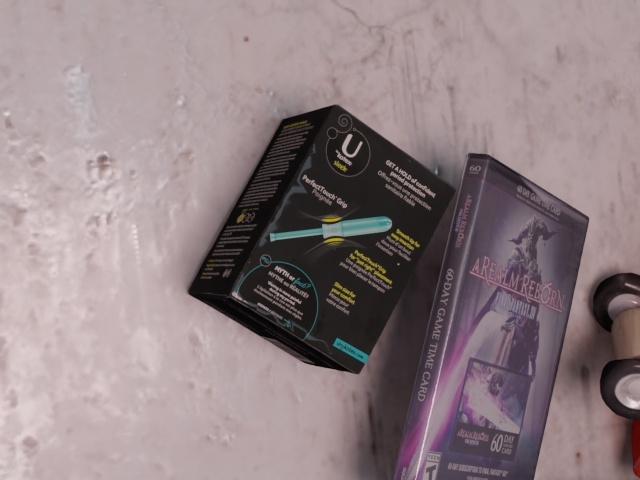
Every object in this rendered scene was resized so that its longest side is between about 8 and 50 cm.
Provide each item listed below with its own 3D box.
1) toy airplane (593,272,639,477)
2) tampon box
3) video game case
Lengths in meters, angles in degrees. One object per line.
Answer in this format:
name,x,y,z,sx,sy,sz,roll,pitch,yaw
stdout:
toy airplane,0.430,0.040,0.884,0.272,0.384,0.386,33,76,-10
tampon box,0.000,0.000,0.849,0.120,0.101,0.161,34,76,-20
video game case,0.141,0.089,0.903,0.196,0.026,0.274,21,81,-52
